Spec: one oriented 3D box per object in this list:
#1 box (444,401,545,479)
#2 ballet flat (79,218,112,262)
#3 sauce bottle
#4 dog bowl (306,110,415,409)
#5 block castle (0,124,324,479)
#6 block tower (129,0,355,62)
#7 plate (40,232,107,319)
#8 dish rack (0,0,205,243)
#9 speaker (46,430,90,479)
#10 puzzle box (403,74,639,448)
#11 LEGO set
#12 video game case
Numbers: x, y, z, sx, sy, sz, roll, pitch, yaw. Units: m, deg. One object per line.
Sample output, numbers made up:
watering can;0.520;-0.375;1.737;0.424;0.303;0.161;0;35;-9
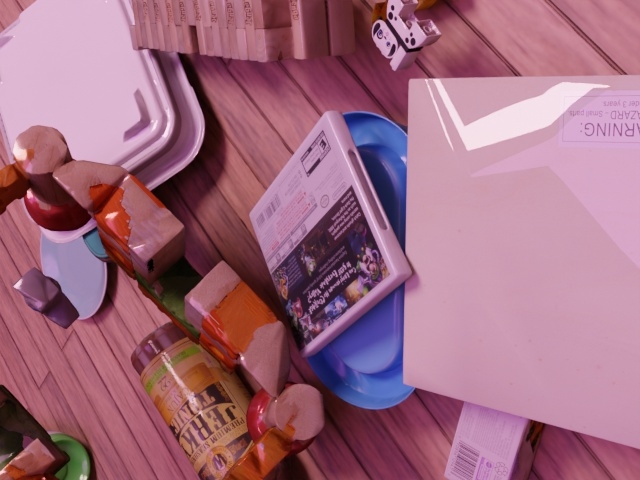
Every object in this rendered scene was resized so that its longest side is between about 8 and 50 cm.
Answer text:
box;0.188;0.085;0.674;0.067;0.063;0.324;23;112;34
ballet flat;-0.299;-0.093;1.042;0.095;0.096;0.281;-29;70;15
sauce bottle;-0.108;0.254;0.930;0.344;0.111;0.111;50;125;22
dog bowl;0.059;0.019;0.766;0.165;0.074;0.298;8;102;40
block castle;-0.235;0.130;0.795;0.453;0.303;0.213;44;162;4
block tower;-0.101;-0.244;0.784;0.335;0.090;0.097;21;120;52
plate;-0.384;0.031;1.183;0.188;0.024;0.188;8;102;40
dish rack;-0.318;-0.194;0.975;0.285;0.072;0.333;-30;69;19
speaker;-0.525;0.393;1.303;0.296;0.131;0.131;-12;90;41
puzzle box;0.246;0.019;0.539;0.408;0.052;0.272;9;104;37
LEGO set;0.050;-0.247;0.718;0.227;0.087;0.093;59;145;20
video game case;0.000;0.000;0.730;0.190;0.022;0.173;-46;58;49
